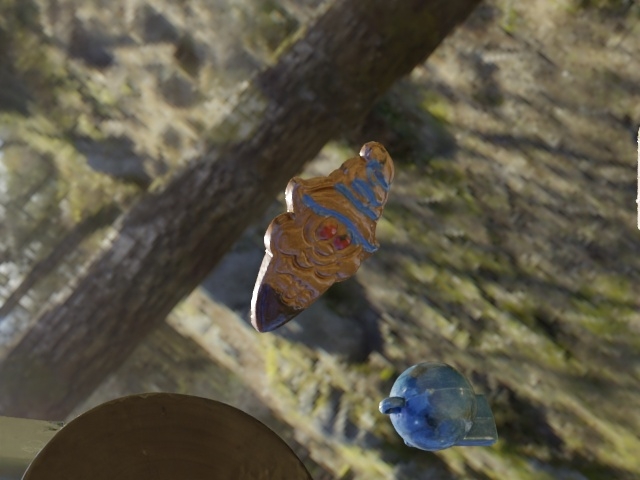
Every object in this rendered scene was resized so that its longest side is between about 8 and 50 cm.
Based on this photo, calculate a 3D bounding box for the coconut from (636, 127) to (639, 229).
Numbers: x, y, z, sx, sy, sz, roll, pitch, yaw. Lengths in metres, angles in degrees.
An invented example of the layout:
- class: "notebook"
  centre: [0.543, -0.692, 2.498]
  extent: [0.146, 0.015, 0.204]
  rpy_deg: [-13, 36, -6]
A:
- class: "coconut"
  centre: [0.346, -0.048, 1.117]
  extent: [0.147, 0.153, 0.147]
  rpy_deg: [0, 176, 0]

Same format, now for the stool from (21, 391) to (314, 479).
- class: "stool"
  centre: [-0.110, 0.228, 0.805]
  extent: [0.179, 0.179, 0.264]
  rpy_deg: [38, 146, 9]

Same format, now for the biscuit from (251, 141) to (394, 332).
- class: "biscuit"
  centre: [0.000, 0.000, 1.610]
  extent: [0.183, 0.280, 0.043]
  rpy_deg: [28, -172, -43]

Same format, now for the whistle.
- class: "whistle"
  centre: [0.120, 0.156, 1.227]
  extent: [0.158, 0.090, 0.090]
  rpy_deg: [5, -165, -34]

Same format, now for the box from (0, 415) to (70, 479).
- class: "box"
  centre: [-0.244, 0.197, 1.025]
  extent: [0.124, 0.093, 0.172]
  rpy_deg: [7, -174, -7]
